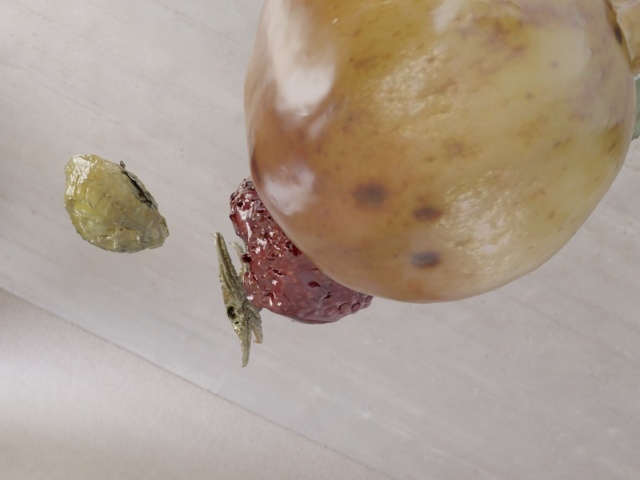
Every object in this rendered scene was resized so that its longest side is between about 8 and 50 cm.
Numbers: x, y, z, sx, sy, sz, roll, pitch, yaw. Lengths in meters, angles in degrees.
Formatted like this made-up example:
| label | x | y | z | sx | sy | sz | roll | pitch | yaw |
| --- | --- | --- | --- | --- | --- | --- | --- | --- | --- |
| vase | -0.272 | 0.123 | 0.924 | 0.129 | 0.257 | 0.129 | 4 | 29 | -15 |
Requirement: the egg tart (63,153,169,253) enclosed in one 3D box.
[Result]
| label | x | y | z | sx | sy | sz | roll | pitch | yaw |
| --- | --- | --- | --- | --- | --- | --- | --- | --- | --- |
| egg tart | -0.409 | -0.055 | 0.966 | 0.232 | 0.098 | 0.252 | 33 | 143 | -5 |

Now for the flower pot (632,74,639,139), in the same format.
| label | x | y | z | sx | sy | sz | roll | pitch | yaw |
| --- | --- | --- | --- | --- | --- | --- | --- | --- | --- |
| flower pot | 0.713 | -0.356 | 1.282 | 0.239 | 0.189 | 0.209 | -28 | 135 | -6 |

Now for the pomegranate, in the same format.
| label | x | y | z | sx | sy | sz | roll | pitch | yaw |
| --- | --- | --- | --- | --- | --- | --- | --- | --- | --- |
| pomegranate | 0.131 | -0.132 | 0.489 | 0.410 | 0.410 | 0.410 | 7 | 124 | 10 |

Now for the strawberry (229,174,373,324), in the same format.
| label | x | y | z | sx | sy | sz | roll | pitch | yaw |
| --- | --- | --- | --- | --- | --- | --- | --- | --- | --- |
| strawberry | 0.000 | 0.000 | 0.776 | 0.220 | 0.274 | 0.274 | -24 | 114 | 19 |

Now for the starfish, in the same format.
| label | x | y | z | sx | sy | sz | roll | pitch | yaw |
| --- | --- | --- | --- | --- | --- | --- | --- | --- | --- |
| starfish | -0.136 | 0.093 | 0.871 | 0.050 | 0.138 | 0.247 | -7 | 103 | 4 |
